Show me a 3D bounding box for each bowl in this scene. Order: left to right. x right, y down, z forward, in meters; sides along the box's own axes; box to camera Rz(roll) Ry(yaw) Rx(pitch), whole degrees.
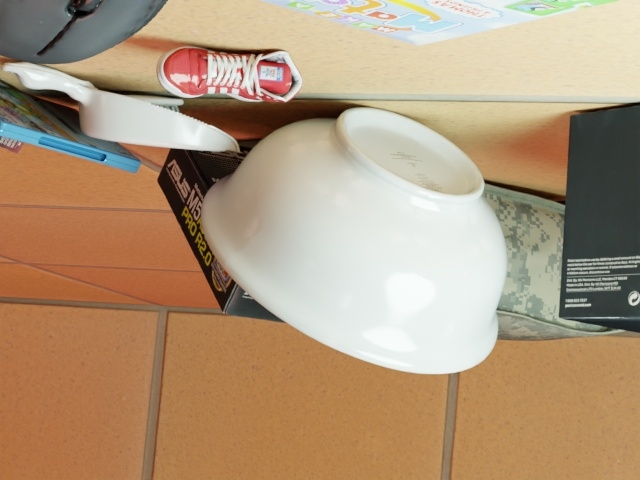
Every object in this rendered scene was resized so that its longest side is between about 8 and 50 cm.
[{"bbox_3d":[0.052,-0.026,1.443,0.298,0.134,0.298,21,-153,-11],"label":"bowl"}]

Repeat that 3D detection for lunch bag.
[{"bbox_3d":[0.214,0.036,1.883,0.287,0.169,0.235,13,170,-22],"label":"lunch bag"}]

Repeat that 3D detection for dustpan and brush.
[{"bbox_3d":[-0.188,-0.120,1.443,0.211,0.060,0.147,3,-172,-36],"label":"dustpan and brush"}]

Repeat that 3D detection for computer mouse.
[{"bbox_3d":[-0.171,-0.160,1.035,0.188,0.072,0.272,8,172,-26],"label":"computer mouse"}]

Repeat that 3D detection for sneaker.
[{"bbox_3d":[-0.068,-0.132,1.286,0.118,0.042,0.067,2,180,-44],"label":"sneaker"}]

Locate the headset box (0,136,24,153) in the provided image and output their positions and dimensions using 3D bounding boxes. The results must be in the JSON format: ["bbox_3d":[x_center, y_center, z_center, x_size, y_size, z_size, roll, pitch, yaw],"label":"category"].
[{"bbox_3d":[-0.312,-0.114,1.514,0.062,0.032,0.083,32,-176,22],"label":"headset box"}]

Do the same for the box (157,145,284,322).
[{"bbox_3d":[0.000,0.000,1.564,0.270,0.060,0.216,10,-148,-31],"label":"box"}]

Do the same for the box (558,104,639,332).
[{"bbox_3d":[0.335,-0.005,1.450,0.261,0.184,0.103,12,172,-41],"label":"box"}]

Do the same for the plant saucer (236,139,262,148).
[{"bbox_3d":[-0.021,-0.090,1.652,0.192,0.018,0.067,-2,170,34],"label":"plant saucer"}]

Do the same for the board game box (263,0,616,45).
[{"bbox_3d":[0.071,-0.165,0.976,0.160,0.039,0.211,10,171,-37],"label":"board game box"}]

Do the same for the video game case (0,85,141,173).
[{"bbox_3d":[-0.254,-0.108,1.467,0.166,0.015,0.119,15,-163,-50],"label":"video game case"}]
